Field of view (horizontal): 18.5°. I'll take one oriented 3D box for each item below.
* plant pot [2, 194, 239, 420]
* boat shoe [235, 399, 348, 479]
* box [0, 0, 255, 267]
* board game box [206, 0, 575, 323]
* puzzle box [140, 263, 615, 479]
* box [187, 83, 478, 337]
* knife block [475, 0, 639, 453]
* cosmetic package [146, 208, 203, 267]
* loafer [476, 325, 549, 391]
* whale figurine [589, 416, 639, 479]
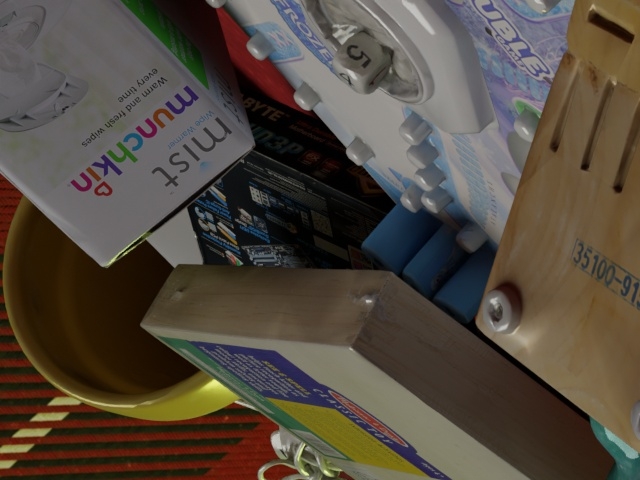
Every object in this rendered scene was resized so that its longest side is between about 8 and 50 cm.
[{"bbox_3d":[-0.103,0.036,1.686,0.254,0.254,0.239,43,-173,25],"label":"plant pot"},{"bbox_3d":[0.005,0.184,1.920,0.367,0.156,0.136,27,167,45],"label":"boat shoe"},{"bbox_3d":[-0.170,-0.147,1.170,0.231,0.127,0.262,45,-167,-27],"label":"box"},{"bbox_3d":[0.020,-0.094,0.915,0.390,0.050,0.390,48,167,-15],"label":"board game box"},{"bbox_3d":[0.106,0.145,1.226,0.409,0.052,0.272,38,163,-25],"label":"puzzle box"},{"bbox_3d":[0.000,0.000,1.297,0.220,0.051,0.175,26,144,36],"label":"box"},{"bbox_3d":[0.176,-0.020,0.593,0.088,0.242,0.275,38,122,43],"label":"knife block"},{"bbox_3d":[-0.045,-0.009,1.476,0.231,0.117,0.085,45,-150,24],"label":"cosmetic package"},{"bbox_3d":[0.167,0.163,1.450,0.109,0.095,0.302,5,152,31],"label":"loafer"},{"bbox_3d":[0.197,0.146,0.881,0.216,0.141,0.272,38,177,17],"label":"whale figurine"}]
